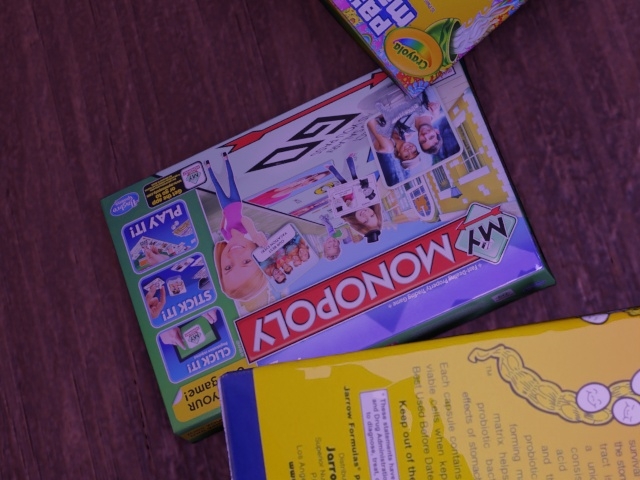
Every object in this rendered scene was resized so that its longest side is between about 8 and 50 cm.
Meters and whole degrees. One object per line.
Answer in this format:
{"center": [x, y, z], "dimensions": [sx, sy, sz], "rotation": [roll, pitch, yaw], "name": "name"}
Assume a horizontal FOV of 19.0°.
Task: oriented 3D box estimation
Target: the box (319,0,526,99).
{"center": [0.066, -0.317, 1.424], "dimensions": [0.279, 0.290, 0.177], "rotation": [-41, 41, 3], "name": "box"}

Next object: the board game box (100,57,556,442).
{"center": [0.000, 0.000, 1.505], "dimensions": [0.317, 0.046, 0.213], "rotation": [-25, 66, 10], "name": "board game box"}

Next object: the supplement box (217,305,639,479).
{"center": [0.138, 0.156, 1.306], "dimensions": [0.356, 0.194, 0.195], "rotation": [-9, 85, 16], "name": "supplement box"}
